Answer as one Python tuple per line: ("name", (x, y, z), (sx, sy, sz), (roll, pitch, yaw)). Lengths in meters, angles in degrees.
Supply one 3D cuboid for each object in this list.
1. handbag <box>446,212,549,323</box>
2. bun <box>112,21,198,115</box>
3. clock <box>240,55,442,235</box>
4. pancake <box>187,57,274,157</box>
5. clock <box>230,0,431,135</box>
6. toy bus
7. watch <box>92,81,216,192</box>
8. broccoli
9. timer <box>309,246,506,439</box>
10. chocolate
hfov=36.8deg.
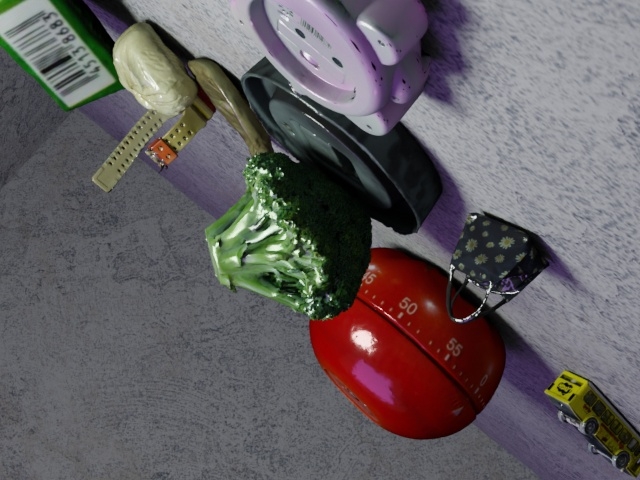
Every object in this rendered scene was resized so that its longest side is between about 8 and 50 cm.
("handbag", (0.210, 0.047, 1.235), (0.072, 0.139, 0.115), (37, 175, -41))
("bun", (-0.302, -0.300, 1.725), (0.188, 0.111, 0.164), (52, 177, 7))
("clock", (0.029, -0.136, 1.335), (0.325, 0.067, 0.325), (40, 171, 7))
("pancake", (-0.154, -0.236, 1.707), (0.242, 0.050, 0.242), (51, 171, 11))
("clock", (0.008, -0.217, 0.949), (0.227, 0.090, 0.248), (40, 170, 4))
("toy bus", (0.481, 0.321, 1.671), (0.226, 0.074, 0.081), (45, 170, -23))
("watch", (-0.318, -0.200, 1.873), (0.102, 0.268, 0.164), (46, 161, -32))
("broccoli", (-0.044, -0.003, 1.398), (0.261, 0.241, 0.269), (-113, 8, -66))
("timer", (0.153, 0.195, 1.795), (0.378, 0.279, 0.378), (42, 171, 8))
("chocolate", (-0.537, -0.443, 1.757), (0.341, 0.161, 0.360), (51, 178, 29))
